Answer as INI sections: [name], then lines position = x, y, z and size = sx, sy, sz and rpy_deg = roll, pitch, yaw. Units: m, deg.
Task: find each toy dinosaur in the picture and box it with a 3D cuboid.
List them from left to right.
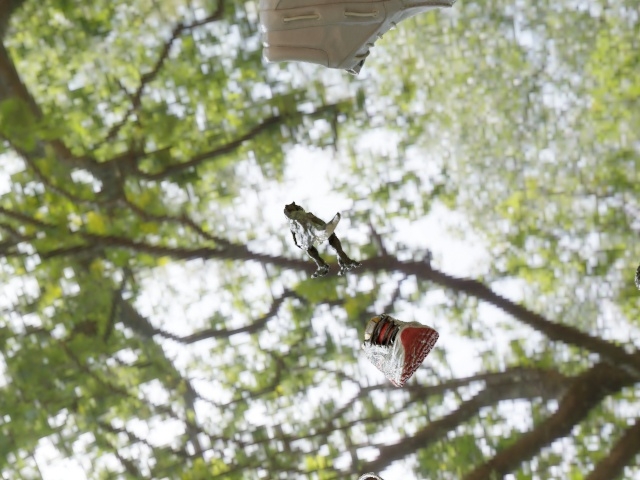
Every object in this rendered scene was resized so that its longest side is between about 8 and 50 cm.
[toy dinosaur]
position = 0.000, 0.000, 1.935
size = 0.064, 0.118, 0.268
rpy_deg = -31, -165, -13

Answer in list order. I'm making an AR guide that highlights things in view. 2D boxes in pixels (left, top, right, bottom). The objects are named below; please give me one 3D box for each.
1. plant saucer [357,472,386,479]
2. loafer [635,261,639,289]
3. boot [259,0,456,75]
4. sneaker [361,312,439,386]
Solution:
[plant saucer]
position = 0.055, 0.279, 0.941
size = 0.036, 0.199, 0.198
rpy_deg = 2, -152, -16
[loafer]
position = 0.597, 0.013, 1.606
size = 0.366, 0.130, 0.134
rpy_deg = -25, -156, 44
[boot]
position = 0.048, -0.258, 1.452
size = 0.258, 0.123, 0.095
rpy_deg = -2, -172, -19
[sneaker]
position = 0.099, 0.149, 1.705
size = 0.092, 0.225, 0.088
rpy_deg = 37, -104, 4
